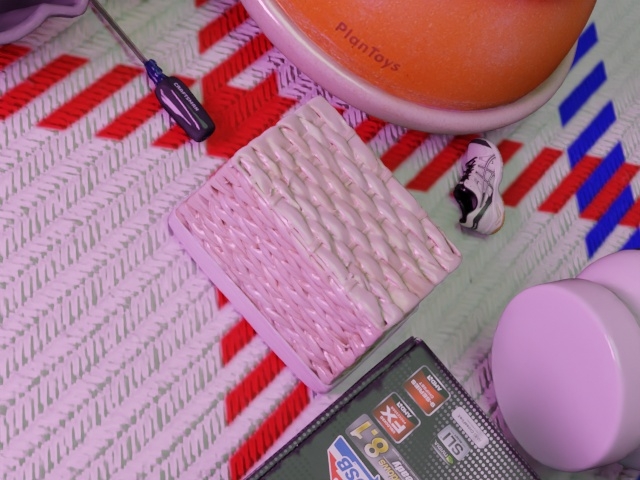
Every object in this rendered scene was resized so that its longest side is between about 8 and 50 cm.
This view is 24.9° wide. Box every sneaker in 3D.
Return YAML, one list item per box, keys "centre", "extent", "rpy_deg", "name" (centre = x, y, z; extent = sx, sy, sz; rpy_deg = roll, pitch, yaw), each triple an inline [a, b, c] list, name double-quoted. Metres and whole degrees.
- centre: [0.121, -0.046, 1.128]
  extent: [0.037, 0.032, 0.083]
  rpy_deg: [10, 59, -26]
  name: "sneaker"

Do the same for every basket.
- centre: [0.000, 0.000, 0.984]
  extent: [0.167, 0.103, 0.113]
  rpy_deg: [49, 52, 1]
  name: "basket"

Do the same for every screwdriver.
- centre: [-0.131, -0.139, 1.039]
  extent: [0.025, 0.024, 0.170]
  rpy_deg: [-34, 81, -10]
  name: "screwdriver"

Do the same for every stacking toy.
- centre: [0.163, -0.321, 1.017]
  extent: [0.351, 0.480, 0.350]
  rpy_deg: [15, 58, -26]
  name: "stacking toy"

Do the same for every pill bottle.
- centre: [0.273, 0.080, 1.066]
  extent: [0.278, 0.162, 0.162]
  rpy_deg: [-7, 68, -33]
  name: "pill bottle"

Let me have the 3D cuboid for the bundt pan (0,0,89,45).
- centre: [-0.275, -0.268, 0.920]
  extent: [0.331, 0.124, 0.330]
  rpy_deg: [10, 74, -39]
  name: "bundt pan"

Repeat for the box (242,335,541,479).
- centre: [0.061, 0.225, 0.845]
  extent: [0.216, 0.060, 0.270]
  rpy_deg: [-37, 84, -27]
  name: "box"
